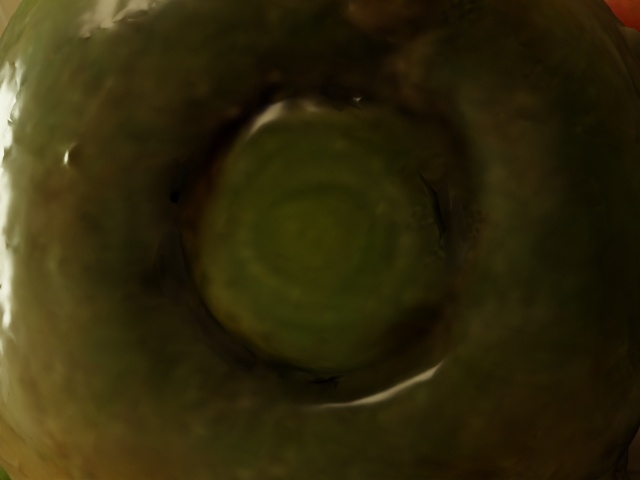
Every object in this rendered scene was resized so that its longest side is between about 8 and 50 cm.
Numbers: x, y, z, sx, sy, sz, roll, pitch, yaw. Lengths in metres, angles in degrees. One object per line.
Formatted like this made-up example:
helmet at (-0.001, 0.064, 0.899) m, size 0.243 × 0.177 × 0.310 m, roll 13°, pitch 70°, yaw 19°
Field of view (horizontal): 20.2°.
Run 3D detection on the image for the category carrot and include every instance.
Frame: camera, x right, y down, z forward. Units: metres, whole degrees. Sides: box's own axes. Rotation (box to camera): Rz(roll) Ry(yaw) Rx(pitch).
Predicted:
carrot at (0.000, 0.000, 0.602) m, size 0.224 × 0.224 × 0.341 m, roll -22°, pitch 1°, yaw -1°

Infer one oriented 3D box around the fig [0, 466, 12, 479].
fig at (-0.211, 0.065, 1.059) m, size 0.181 × 0.181 × 0.191 m, roll -22°, pitch -24°, yaw -3°

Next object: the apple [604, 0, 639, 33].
apple at (0.169, -0.074, 0.800) m, size 0.163 × 0.251 × 0.293 m, roll -48°, pitch 17°, yaw -16°
